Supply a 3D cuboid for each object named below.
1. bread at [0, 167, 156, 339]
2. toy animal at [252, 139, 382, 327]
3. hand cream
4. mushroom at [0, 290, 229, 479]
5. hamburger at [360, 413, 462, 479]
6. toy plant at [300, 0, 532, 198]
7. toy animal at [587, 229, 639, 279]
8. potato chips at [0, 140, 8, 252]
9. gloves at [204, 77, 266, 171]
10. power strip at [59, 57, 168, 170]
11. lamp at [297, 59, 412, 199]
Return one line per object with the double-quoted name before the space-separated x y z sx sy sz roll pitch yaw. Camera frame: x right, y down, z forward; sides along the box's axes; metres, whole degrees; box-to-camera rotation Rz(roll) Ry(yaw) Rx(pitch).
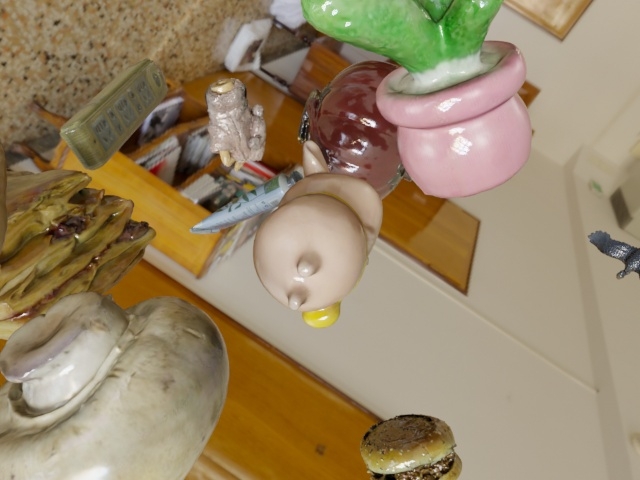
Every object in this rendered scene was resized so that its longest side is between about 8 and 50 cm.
"bread" -0.441 -0.005 0.824 0.277 0.325 0.167 -54 146 -43
"toy animal" -0.002 0.002 0.708 0.165 0.149 0.248 -59 -171 22
"hand cream" -0.140 -0.063 1.127 0.256 0.055 0.088 -26 170 29
"mushroom" -0.204 0.150 0.527 0.254 0.255 0.184 -55 135 -36
"hamburger" 0.153 0.368 1.014 0.177 0.113 0.185 -24 -174 21
"toy plant" 0.158 -0.230 0.801 0.317 0.211 0.356 -41 129 -26
"toy animal" 0.669 0.041 1.224 0.108 0.220 0.062 -37 141 4
"potato chips" -0.243 -0.029 0.243 0.196 0.207 0.062 -12 174 -24
"gloves" -0.134 -0.188 0.936 0.144 0.094 0.110 69 11 -52
"power strip" -0.384 -0.267 1.142 0.066 0.092 0.387 -14 -147 17
"lamp" 0.089 -0.217 1.192 0.303 0.257 0.303 20 90 -86
